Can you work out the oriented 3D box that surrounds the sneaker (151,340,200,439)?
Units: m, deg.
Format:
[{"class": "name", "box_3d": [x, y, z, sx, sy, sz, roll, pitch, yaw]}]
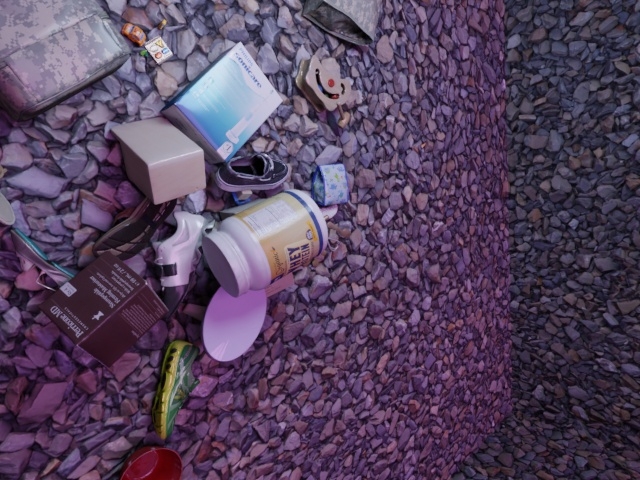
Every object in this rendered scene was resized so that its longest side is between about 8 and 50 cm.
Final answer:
[{"class": "sneaker", "box_3d": [-0.432, 0.458, 1.230, 0.123, 0.109, 0.296, 16, 85, -36]}]

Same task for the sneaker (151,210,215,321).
[{"class": "sneaker", "box_3d": [-0.437, 0.069, 1.189, 0.146, 0.122, 0.331, 21, 82, -22]}]

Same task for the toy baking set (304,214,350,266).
[{"class": "toy baking set", "box_3d": [-0.003, -0.004, 1.556, 0.256, 0.030, 0.197, -36, 135, -13]}]

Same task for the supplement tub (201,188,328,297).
[{"class": "supplement tub", "box_3d": [-0.159, 0.006, 1.182, 0.316, 0.228, 0.228, -31, 114, -29]}]

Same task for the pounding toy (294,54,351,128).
[{"class": "pounding toy", "box_3d": [0.047, -0.558, 1.477, 0.269, 0.155, 0.154, 43, 73, -35]}]

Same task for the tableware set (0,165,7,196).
[{"class": "tableware set", "box_3d": [-0.762, -0.158, 0.863, 0.169, 0.020, 0.141, 49, 23, -41]}]

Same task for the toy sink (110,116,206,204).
[{"class": "toy sink", "box_3d": [-0.443, -0.220, 1.104, 0.153, 0.234, 0.131, -28, 142, -36]}]

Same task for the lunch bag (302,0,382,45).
[{"class": "lunch bag", "box_3d": [0.103, -0.883, 1.477, 0.287, 0.169, 0.235, 13, 87, -36]}]

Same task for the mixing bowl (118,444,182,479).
[{"class": "mixing bowl", "box_3d": [-0.516, 0.683, 1.195, 0.181, 0.098, 0.181, -7, 101, -40]}]

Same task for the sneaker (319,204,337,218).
[{"class": "sneaker", "box_3d": [0.010, -0.106, 1.571, 0.152, 0.053, 0.061, -43, 118, -28]}]

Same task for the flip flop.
[{"class": "flip flop", "box_3d": [-0.513, -0.054, 1.115, 0.277, 0.080, 0.112, -57, 154, -24]}]

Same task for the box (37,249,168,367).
[{"class": "box", "box_3d": [-0.539, 0.173, 1.027, 0.203, 0.168, 0.167, -48, 157, -27]}]

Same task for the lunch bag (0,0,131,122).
[{"class": "lunch bag", "box_3d": [-0.622, -0.448, 0.886, 0.305, 0.212, 0.256, -47, 123, -27]}]

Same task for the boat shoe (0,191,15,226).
[{"class": "boat shoe", "box_3d": [-0.794, -0.111, 0.888, 0.079, 0.084, 0.233, -30, 129, 8]}]

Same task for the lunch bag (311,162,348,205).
[{"class": "lunch bag", "box_3d": [0.037, -0.218, 1.552, 0.129, 0.096, 0.151, -14, 114, -38]}]

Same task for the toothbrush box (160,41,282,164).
[{"class": "toothbrush box", "box_3d": [-0.291, -0.412, 1.228, 0.216, 0.126, 0.295, 49, 66, -32]}]

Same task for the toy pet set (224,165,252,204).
[{"class": "toy pet set", "box_3d": [-0.267, -0.182, 1.337, 0.122, 0.065, 0.114, -8, 67, -46]}]

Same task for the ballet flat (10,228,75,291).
[{"class": "ballet flat", "box_3d": [-0.686, 0.065, 0.991, 0.068, 0.072, 0.213, -48, 124, -20]}]

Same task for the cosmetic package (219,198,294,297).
[{"class": "cosmetic package", "box_3d": [-0.210, 0.028, 1.364, 0.160, 0.113, 0.309, -25, 112, -34]}]

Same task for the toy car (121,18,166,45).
[{"class": "toy car", "box_3d": [-0.479, -0.588, 1.102, 0.060, 0.040, 0.122, 48, 64, -29]}]

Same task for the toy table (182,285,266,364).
[{"class": "toy table", "box_3d": [-0.287, 0.248, 1.252, 0.252, 0.161, 0.274, 42, 53, -13]}]

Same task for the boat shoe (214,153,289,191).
[{"class": "boat shoe", "box_3d": [-0.198, -0.233, 1.308, 0.301, 0.102, 0.108, -16, 73, -48]}]

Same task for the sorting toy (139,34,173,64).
[{"class": "sorting toy", "box_3d": [-0.466, -0.532, 1.139, 0.083, 0.012, 0.062, -49, 124, -25]}]
